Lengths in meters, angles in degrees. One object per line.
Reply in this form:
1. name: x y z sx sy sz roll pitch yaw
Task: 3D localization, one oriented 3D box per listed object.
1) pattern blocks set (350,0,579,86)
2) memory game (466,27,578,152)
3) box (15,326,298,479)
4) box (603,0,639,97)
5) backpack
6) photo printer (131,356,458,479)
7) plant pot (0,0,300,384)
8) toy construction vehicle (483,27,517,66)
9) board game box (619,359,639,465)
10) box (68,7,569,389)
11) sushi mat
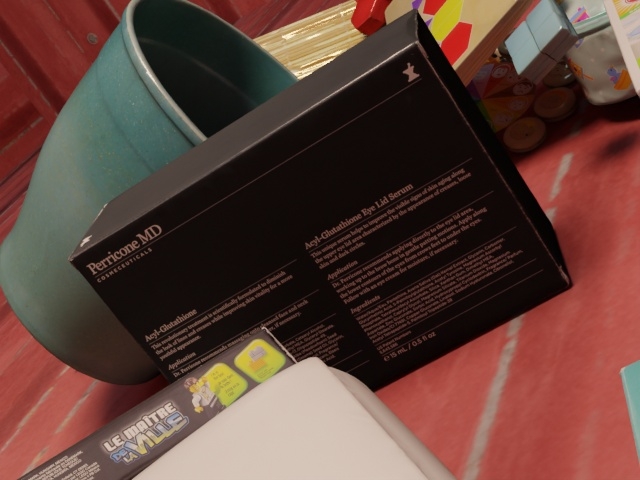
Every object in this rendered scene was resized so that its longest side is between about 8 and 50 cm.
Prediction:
1. pattern blocks set: 0.112 -0.193 0.909 0.285 0.026 0.325 -43 33 39
2. memory game: 0.141 -0.126 0.974 0.186 0.012 0.186 -18 41 16
3. box: -0.106 0.141 0.634 0.207 0.036 0.114 -31 -28 -28
4. box: 0.254 -0.108 0.678 0.114 0.103 0.203 -28 19 21
5. backpack: 0.258 -0.196 0.845 0.188 0.144 0.166 -34 22 28
6. photo printer: -0.033 0.186 0.438 0.256 0.107 0.307 -37 18 -5
7. plant pot: -0.129 -0.021 0.937 0.255 0.272 0.271 -44 14 21
8. toy construction vehicle: 0.179 -0.182 1.135 0.086 0.035 0.098 -33 11 45
9. board game box: 0.259 0.057 0.285 0.336 0.079 0.254 -29 19 19
10. box: 0.000 0.000 0.731 0.261 0.184 0.103 -30 21 16
11. sushi mat: -0.029 -0.157 1.079 0.316 0.019 0.151 -18 48 16
